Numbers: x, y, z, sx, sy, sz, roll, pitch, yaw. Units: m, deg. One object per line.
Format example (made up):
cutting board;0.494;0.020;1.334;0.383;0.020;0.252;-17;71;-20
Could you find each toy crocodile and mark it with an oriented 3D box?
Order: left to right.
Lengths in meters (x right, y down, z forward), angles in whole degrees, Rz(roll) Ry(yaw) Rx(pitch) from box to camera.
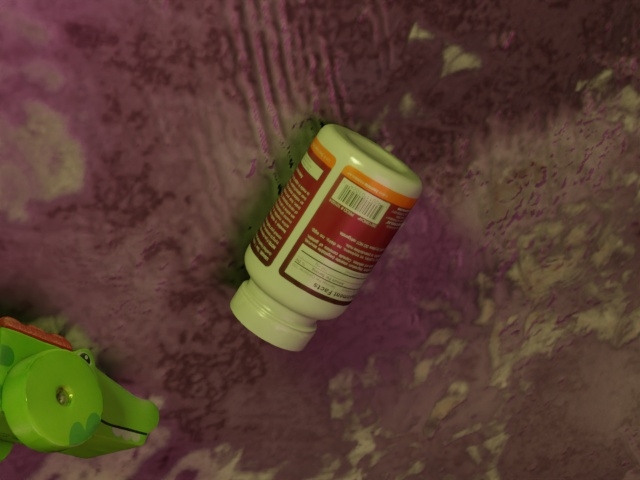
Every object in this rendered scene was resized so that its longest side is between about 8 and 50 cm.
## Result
toy crocodile;-0.248;0.079;0.812;0.115;0.105;0.340;-22;149;40

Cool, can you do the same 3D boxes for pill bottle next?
pill bottle;0.000;0.000;0.919;0.086;0.086;0.152;21;108;-40
